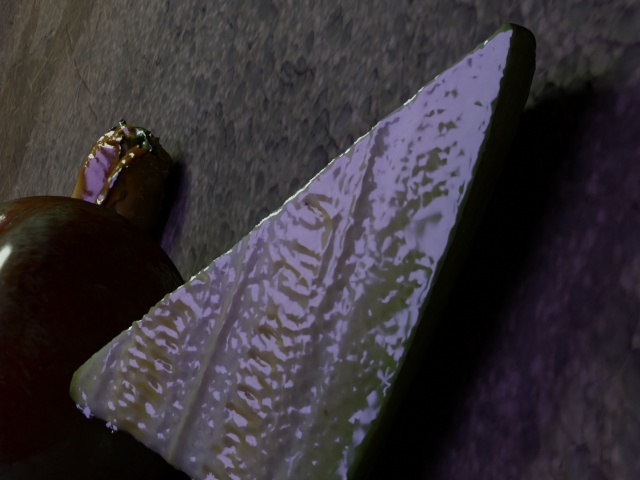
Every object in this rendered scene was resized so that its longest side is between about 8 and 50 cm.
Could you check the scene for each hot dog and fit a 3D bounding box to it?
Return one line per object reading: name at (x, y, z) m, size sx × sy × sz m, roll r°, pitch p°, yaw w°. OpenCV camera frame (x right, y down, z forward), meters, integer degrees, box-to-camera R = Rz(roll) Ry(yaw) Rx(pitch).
hot dog at (-0.205, 0.017, 1.166) m, size 0.269 × 0.072 × 0.115 m, roll -61°, pitch 28°, yaw 25°

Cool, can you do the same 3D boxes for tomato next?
tomato at (-0.200, 0.106, 0.933) m, size 0.270 × 0.222 × 0.270 m, roll -33°, pitch 32°, yaw 24°

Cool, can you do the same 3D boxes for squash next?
squash at (0.000, 0.000, 0.687) m, size 0.203 × 0.111 × 0.289 m, roll 28°, pitch 108°, yaw 32°
